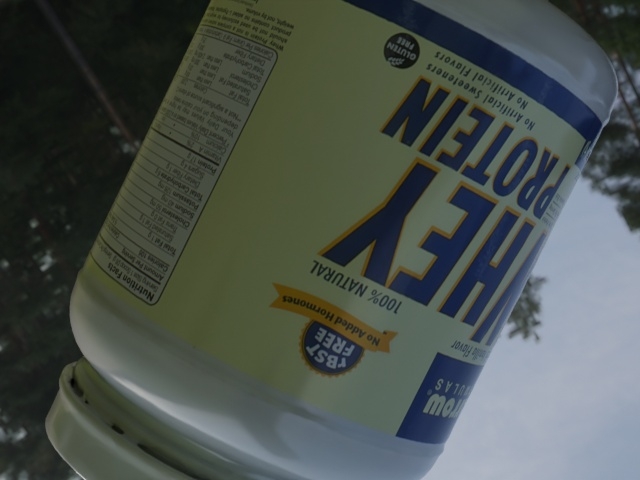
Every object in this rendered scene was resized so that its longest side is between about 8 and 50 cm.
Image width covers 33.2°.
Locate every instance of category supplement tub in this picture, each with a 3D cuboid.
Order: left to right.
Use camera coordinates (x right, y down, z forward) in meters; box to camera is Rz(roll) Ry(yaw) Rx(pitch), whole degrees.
[{"bbox_3d":[0.000,0.000,0.628,0.324,0.236,0.235,-64,-159,3],"label":"supplement tub"}]
